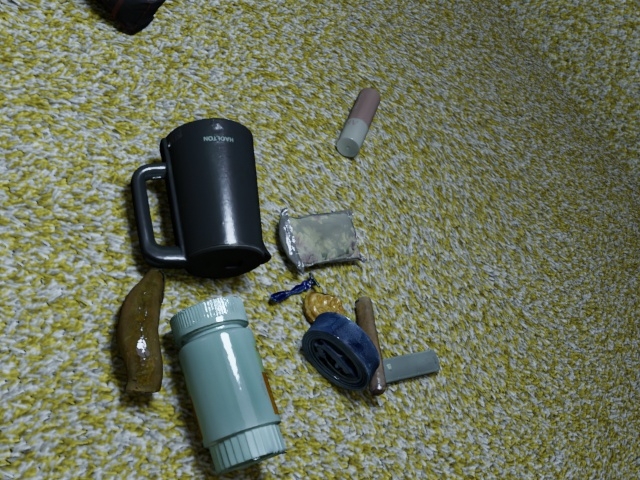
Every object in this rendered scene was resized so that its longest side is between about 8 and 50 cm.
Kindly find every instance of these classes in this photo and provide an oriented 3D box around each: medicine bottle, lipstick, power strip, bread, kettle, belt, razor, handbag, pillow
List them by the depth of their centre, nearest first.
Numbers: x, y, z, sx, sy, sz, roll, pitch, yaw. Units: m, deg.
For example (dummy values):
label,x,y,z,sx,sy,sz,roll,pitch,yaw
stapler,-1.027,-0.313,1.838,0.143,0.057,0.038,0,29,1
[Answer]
label,x,y,z,sx,sy,sz,roll,pitch,yaw
medicine bottle,-0.181,0.285,1.503,0.158,0.158,0.318,-3,65,-40
kettle,-0.250,-0.092,1.658,0.262,0.203,0.308,17,56,-47
belt,0.050,0.251,1.723,0.190,0.141,0.082,46,46,-7
razor,-0.065,0.119,1.796,0.154,0.028,0.044,-21,70,-46
bread,0.008,0.163,1.817,0.110,0.044,0.083,12,58,-36
handbag,-0.476,-0.620,1.843,0.215,0.169,0.155,46,60,-7
power strip,0.202,0.314,1.887,0.252,0.027,0.060,-3,66,-40
pillow,0.000,0.000,1.906,0.255,0.059,0.169,-4,66,-42
lipstick,0.112,-0.344,2.209,0.070,0.070,0.254,36,46,-15

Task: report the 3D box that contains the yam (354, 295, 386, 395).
label,x,y,z,sx,sy,sz,roll,pitch,yaw
yam,0.120,0.251,1.825,0.046,0.046,0.264,18,45,-29

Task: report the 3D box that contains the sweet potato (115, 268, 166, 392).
label,x,y,z,sx,sy,sz,roll,pitch,yaw
sweet potato,-0.351,0.171,1.505,0.112,0.085,0.286,57,18,-46

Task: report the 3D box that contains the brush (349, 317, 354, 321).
label,x,y,z,sx,sy,sz,roll,pitch,yaw
brush,0.080,0.222,1.853,0.018,0.021,0.083,14,54,-26
